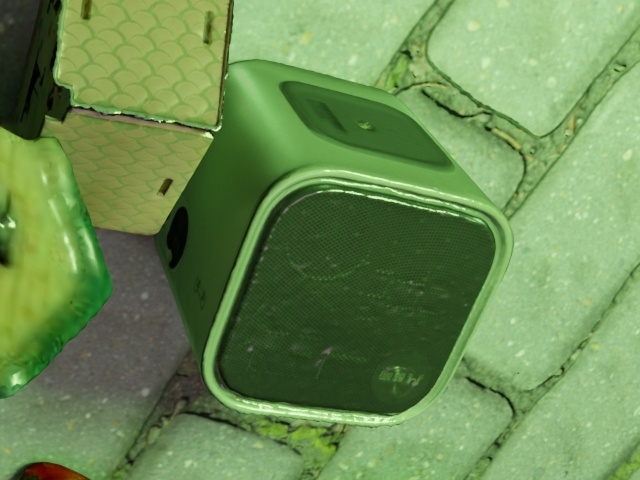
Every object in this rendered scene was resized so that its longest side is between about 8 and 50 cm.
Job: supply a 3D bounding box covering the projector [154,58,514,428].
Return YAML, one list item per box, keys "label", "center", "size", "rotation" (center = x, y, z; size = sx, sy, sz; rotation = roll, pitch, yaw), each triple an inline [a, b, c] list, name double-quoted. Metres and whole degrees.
- label: "projector"
  center: [0.000, 0.000, 1.078]
  size: [0.248, 0.249, 0.249]
  rotation: [11, 115, -25]

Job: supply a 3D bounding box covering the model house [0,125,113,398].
- label: "model house"
  center: [-0.373, 0.017, 0.844]
  size: [0.382, 0.335, 0.342]
  rotation: [-18, 145, 29]

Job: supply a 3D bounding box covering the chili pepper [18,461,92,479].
- label: "chili pepper"
  center: [-0.295, 0.286, 1.242]
  size: [0.192, 0.084, 0.086]
  rotation: [40, 67, -36]

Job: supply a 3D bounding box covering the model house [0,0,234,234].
- label: "model house"
  center: [-0.151, -0.156, 0.936]
  size: [0.169, 0.244, 0.326]
  rotation: [12, 114, -22]
